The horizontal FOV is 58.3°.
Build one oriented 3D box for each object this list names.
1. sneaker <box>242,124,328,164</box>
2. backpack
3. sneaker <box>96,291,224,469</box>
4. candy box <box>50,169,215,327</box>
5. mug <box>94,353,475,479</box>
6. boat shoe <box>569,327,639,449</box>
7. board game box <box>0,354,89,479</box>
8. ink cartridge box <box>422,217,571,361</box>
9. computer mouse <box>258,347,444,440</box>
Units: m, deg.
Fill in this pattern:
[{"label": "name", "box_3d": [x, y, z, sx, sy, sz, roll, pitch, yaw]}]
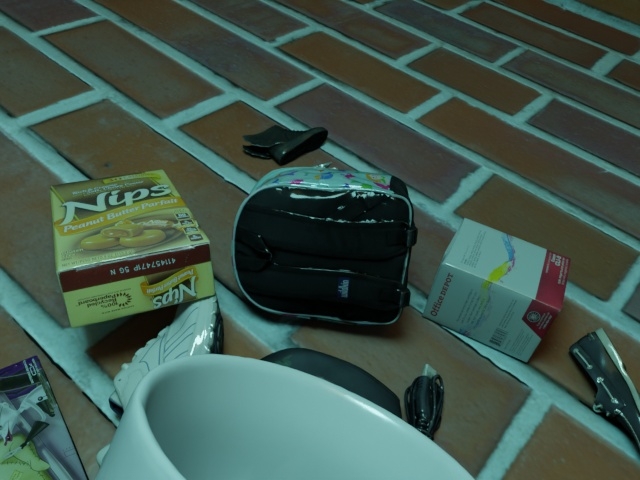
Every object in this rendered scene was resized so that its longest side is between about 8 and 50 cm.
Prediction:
[{"label": "sneaker", "box_3d": [-0.070, -0.209, 1.174, 0.089, 0.051, 0.170, 41, 54, 22]}, {"label": "backpack", "box_3d": [0.000, 0.000, 0.851, 0.253, 0.225, 0.191, 2, 22, -2]}, {"label": "sneaker", "box_3d": [-0.193, 0.165, 0.728, 0.129, 0.111, 0.297, 3, 43, 0]}, {"label": "candy box", "box_3d": [-0.283, -0.007, 0.831, 0.182, 0.088, 0.316, -11, 28, -22]}, {"label": "mug", "box_3d": [-0.041, 0.295, 0.455, 0.276, 0.328, 0.374, 25, 5, 21]}, {"label": "boat shoe", "box_3d": [0.423, 0.227, 0.823, 0.065, 0.075, 0.206, -29, 47, 22]}, {"label": "board game box", "box_3d": [-0.349, 0.298, 0.601, 0.208, 0.056, 0.347, -25, 53, -26]}, {"label": "ink cartridge box", "box_3d": [0.268, 0.073, 0.888, 0.176, 0.128, 0.127, 23, 45, 13]}, {"label": "computer mouse", "box_3d": [0.030, 0.205, 0.747, 0.272, 0.072, 0.188, 17, 45, 7]}]
